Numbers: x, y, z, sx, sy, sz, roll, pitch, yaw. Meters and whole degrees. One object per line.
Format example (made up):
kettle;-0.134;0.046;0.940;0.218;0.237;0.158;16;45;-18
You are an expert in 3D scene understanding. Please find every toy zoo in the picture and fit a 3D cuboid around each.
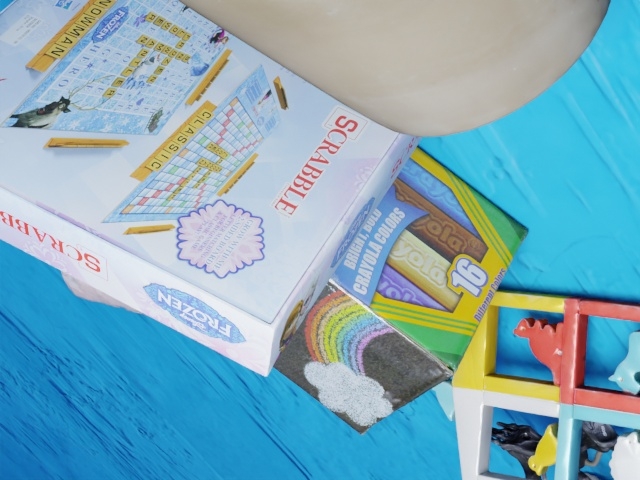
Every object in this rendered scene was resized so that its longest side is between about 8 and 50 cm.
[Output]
toy zoo;0.231;0.147;0.951;0.293;0.030;0.192;5;93;33

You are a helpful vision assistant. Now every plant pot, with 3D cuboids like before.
plant pot;0.033;-0.217;0.609;0.323;0.323;0.280;-4;145;40

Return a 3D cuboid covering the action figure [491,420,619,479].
action figure;0.262;0.298;1.080;0.141;0.164;0.275;22;131;64

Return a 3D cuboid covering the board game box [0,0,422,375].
board game box;-0.099;-0.098;0.791;0.318;0.318;0.066;26;144;12

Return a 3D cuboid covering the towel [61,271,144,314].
towel;-0.193;-0.018;1.173;0.332;0.053;0.317;13;138;28

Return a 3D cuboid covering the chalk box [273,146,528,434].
chalk box;0.000;0.000;0.942;0.289;0.179;0.180;38;144;-3
